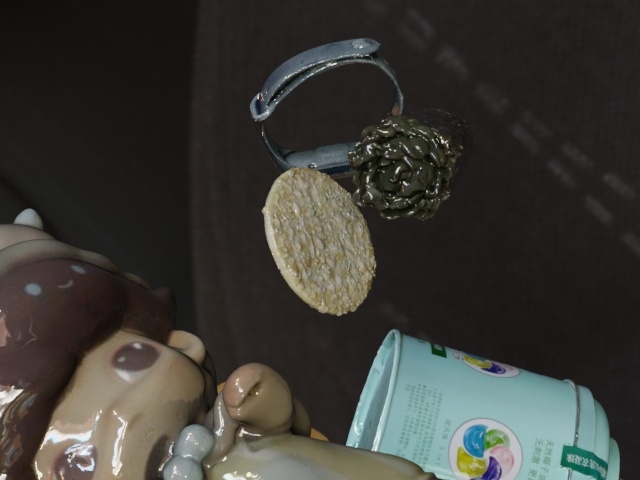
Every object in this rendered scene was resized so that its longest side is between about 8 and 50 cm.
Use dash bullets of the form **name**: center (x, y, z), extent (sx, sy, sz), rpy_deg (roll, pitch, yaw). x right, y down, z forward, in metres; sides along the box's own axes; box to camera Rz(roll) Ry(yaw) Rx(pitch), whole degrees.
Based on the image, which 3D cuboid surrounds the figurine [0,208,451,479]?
- **figurine**: center (-0.108, 0.132, 1.058), extent (0.381, 0.248, 0.203), rpy_deg (18, 158, 18)

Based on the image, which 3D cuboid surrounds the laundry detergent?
- **laundry detergent**: center (0.193, 0.286, 2.118), extent (0.305, 0.287, 0.287), rpy_deg (16, 170, -4)

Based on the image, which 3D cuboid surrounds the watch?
- **watch**: center (0.009, -0.174, 2.334), extent (0.068, 0.206, 0.193), rpy_deg (-108, 11, -59)

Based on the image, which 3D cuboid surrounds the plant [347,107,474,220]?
- **plant**: center (0.081, -0.068, 1.523), extent (0.092, 0.094, 0.143), rpy_deg (33, -155, 13)

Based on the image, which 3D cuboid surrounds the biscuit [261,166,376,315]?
- **biscuit**: center (0.000, 0.000, 1.648), extent (0.020, 0.152, 0.152), rpy_deg (-22, 121, 37)

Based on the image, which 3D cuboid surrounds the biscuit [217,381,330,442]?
- **biscuit**: center (-0.138, 0.200, 1.767), extent (0.340, 0.216, 0.047), rpy_deg (13, 130, 28)

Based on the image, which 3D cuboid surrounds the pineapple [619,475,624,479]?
- **pineapple**: center (0.394, 0.421, 2.452), extent (0.361, 0.175, 0.175), rpy_deg (57, 164, -28)
